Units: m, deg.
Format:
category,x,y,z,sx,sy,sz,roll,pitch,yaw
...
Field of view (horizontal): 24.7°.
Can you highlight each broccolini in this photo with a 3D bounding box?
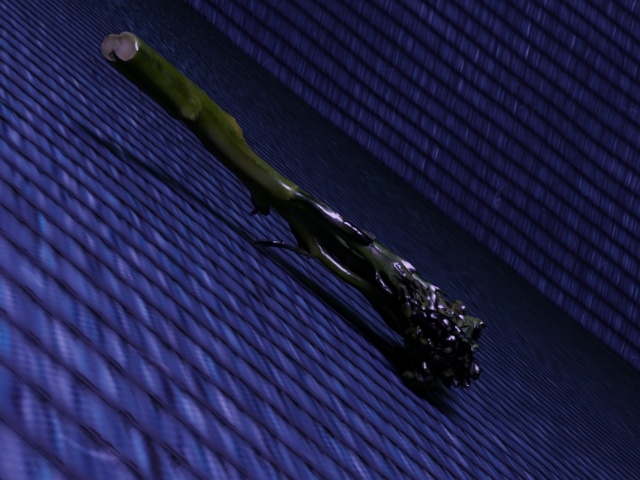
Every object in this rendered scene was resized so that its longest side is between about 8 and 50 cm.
category,x,y,z,sx,sy,sz,roll,pitch,yaw
broccolini,-0.006,-0.005,0.730,0.271,0.062,0.123,42,-11,-28
